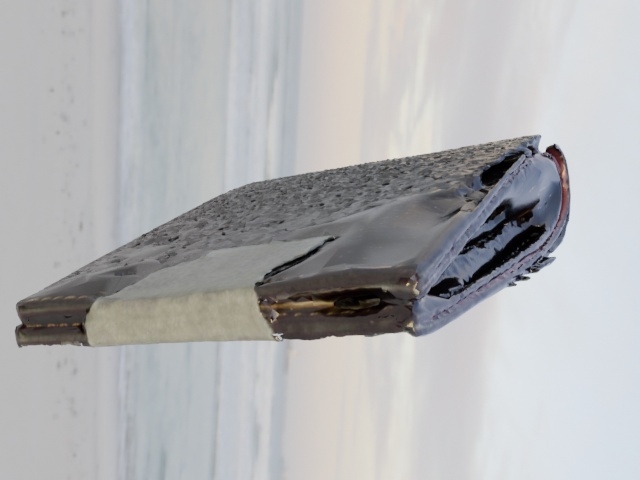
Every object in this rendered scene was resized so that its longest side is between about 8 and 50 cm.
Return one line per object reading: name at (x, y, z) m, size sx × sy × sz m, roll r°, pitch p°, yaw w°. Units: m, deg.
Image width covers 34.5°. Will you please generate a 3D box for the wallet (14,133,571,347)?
wallet at (0.000, 0.000, 0.556) m, size 0.262 × 0.221 × 0.071 m, roll -30°, pitch 114°, yaw -59°
